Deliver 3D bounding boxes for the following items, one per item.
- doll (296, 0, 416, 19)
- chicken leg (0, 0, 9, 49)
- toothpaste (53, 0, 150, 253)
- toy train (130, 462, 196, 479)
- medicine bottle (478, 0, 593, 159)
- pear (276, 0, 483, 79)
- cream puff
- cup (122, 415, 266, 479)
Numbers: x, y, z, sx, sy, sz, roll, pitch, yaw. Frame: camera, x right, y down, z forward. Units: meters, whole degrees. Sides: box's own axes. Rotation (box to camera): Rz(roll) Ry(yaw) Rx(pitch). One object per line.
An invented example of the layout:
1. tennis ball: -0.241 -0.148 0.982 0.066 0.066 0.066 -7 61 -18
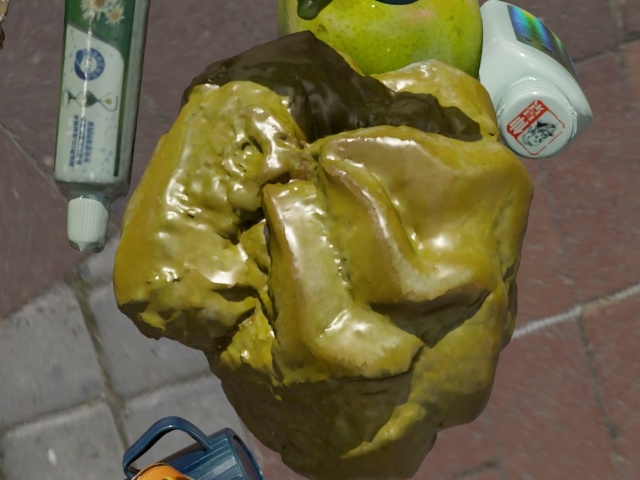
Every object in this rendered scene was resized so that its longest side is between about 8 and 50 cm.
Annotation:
1. doll: -0.041 -0.282 0.988 0.341 0.346 0.099 46 51 -24
2. chicken leg: -0.307 -0.178 0.947 0.251 0.087 0.107 20 78 -22
3. toothpaste: -0.090 -0.096 0.654 0.049 0.031 0.204 4 87 14
4. toy train: -0.084 0.222 0.974 0.099 0.072 0.188 -40 137 -22
5. medicine bottle: 0.187 -0.140 1.410 0.121 0.229 0.083 39 108 -13
6. pear: 0.045 -0.195 1.310 0.187 0.187 0.220 -20 110 -10
7. cream puff: 0.001 0.007 1.108 0.269 0.274 0.323 20 83 -29
8. cup: -0.135 0.262 1.595 0.138 0.113 0.150 -29 143 4
